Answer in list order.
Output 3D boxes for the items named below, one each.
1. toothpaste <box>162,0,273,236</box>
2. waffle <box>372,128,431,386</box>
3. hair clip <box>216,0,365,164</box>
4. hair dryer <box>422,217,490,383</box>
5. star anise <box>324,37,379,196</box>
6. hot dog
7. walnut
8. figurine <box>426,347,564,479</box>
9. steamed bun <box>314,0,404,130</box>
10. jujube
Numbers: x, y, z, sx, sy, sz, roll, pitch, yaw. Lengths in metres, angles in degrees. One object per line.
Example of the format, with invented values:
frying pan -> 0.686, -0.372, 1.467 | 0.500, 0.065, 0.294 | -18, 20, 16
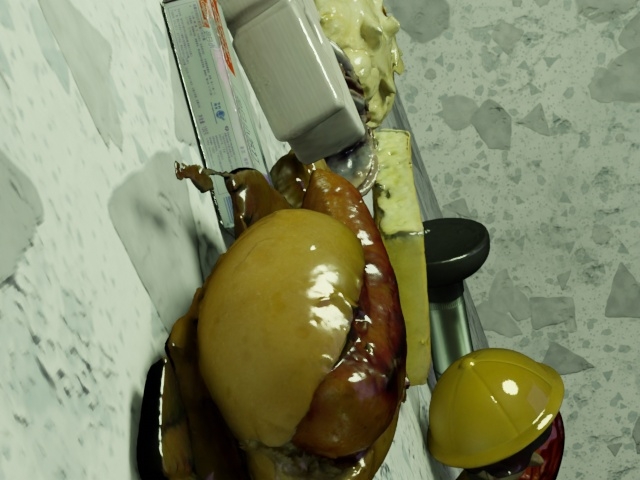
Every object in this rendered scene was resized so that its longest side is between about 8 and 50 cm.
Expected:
toothpaste -> -0.075, -0.098, 0.875 | 0.047, 0.040, 0.196 | 45, 27, -73
waffle -> 0.094, 0.017, 1.373 | 0.248, 0.055, 0.221 | -93, 177, -56
hair clip -> -0.059, -0.223, 0.968 | 0.331, 0.085, 0.101 | 69, 12, 17
hair dryer -> 0.155, 0.097, 1.714 | 0.284, 0.155, 0.320 | -130, -155, -55
star anise -> 0.012, -0.135, 1.296 | 0.229, 0.093, 0.236 | 62, 16, -67
hot dog -> -0.006, 0.044, 0.680 | 0.326, 0.107, 0.194 | -87, 158, -47
walnut -> 0.000, 0.000, 1.011 | 0.170, 0.069, 0.143 | 64, 13, -7
figurine -> 0.219, 0.260, 1.466 | 0.192, 0.167, 0.257 | -117, -155, -62
steamed bun -> 0.039, -0.274, 1.518 | 0.292, 0.137, 0.296 | -107, 172, -63
jujube -> 0.302, 0.340, 1.797 | 0.168, 0.168, 0.237 | 52, 39, -61
